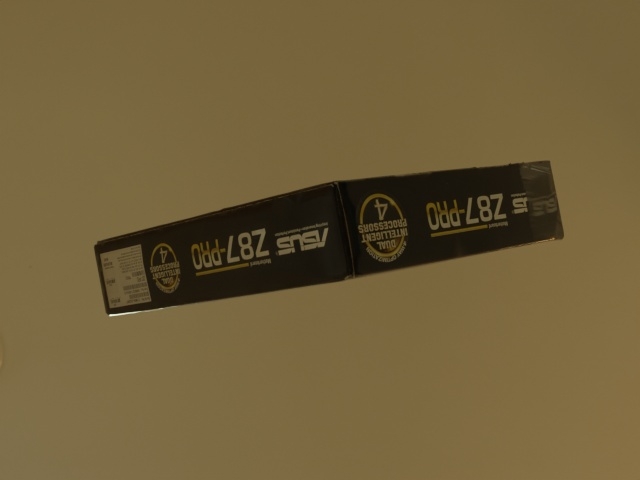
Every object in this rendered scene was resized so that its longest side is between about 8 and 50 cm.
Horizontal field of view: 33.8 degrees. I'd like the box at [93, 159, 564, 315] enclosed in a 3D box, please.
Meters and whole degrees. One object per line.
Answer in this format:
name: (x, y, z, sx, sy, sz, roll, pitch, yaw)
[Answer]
box: (0.000, 0.000, 1.111, 0.318, 0.395, 0.097, -10, -91, -44)
